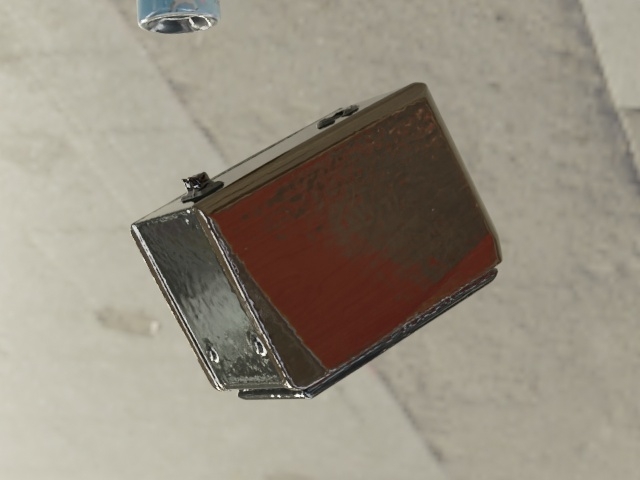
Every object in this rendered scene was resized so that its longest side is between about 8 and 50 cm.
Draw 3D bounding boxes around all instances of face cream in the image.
[{"bbox_3d":[-0.132,-0.301,1.569,0.075,0.229,0.075,-5,173,-1],"label":"face cream"}]

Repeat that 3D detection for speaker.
[{"bbox_3d":[0.000,0.000,1.431,0.153,0.231,0.192,-12,106,62],"label":"speaker"}]
